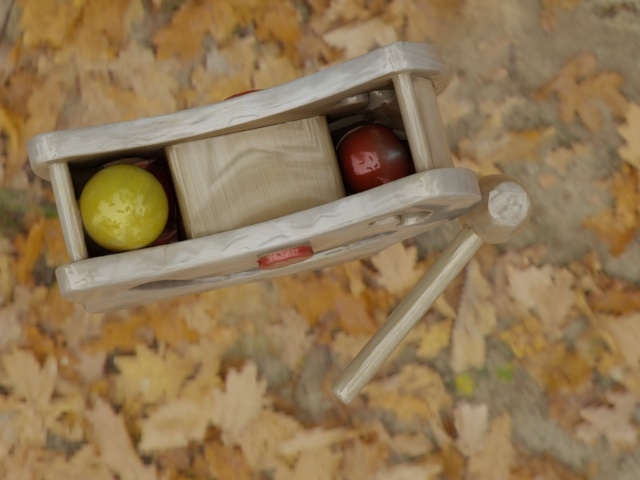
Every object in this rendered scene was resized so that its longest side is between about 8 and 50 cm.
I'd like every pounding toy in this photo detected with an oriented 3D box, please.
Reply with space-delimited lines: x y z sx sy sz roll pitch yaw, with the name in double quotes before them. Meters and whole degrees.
"pounding toy" 0.000 0.000 0.920 0.269 0.154 0.155 -11 81 -19
